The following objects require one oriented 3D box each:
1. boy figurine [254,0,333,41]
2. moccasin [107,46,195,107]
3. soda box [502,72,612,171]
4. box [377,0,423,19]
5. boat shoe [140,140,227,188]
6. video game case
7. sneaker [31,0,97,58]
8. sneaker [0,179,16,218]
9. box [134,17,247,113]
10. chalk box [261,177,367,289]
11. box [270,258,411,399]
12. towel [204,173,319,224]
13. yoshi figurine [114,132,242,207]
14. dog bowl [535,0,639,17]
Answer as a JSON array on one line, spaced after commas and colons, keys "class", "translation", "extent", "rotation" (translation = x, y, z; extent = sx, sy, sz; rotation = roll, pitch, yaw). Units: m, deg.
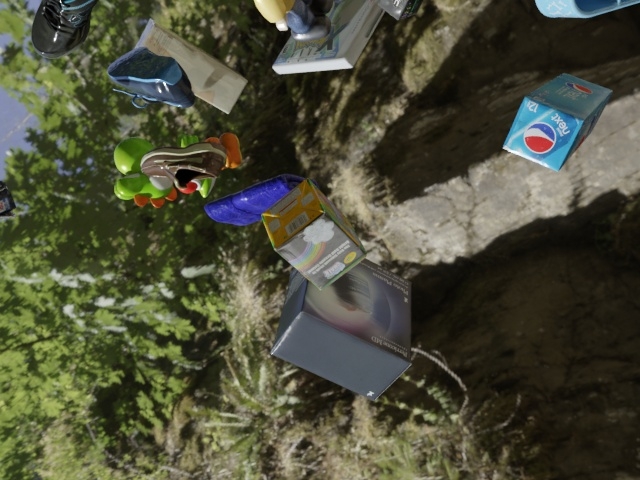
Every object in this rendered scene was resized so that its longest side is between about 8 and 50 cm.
[{"class": "boy figurine", "translation": [-0.069, -0.457, 0.989], "extent": [0.285, 0.092, 0.177], "rotation": [30, -116, -66]}, {"class": "moccasin", "translation": [-0.414, -0.377, 1.413], "extent": [0.342, 0.137, 0.117], "rotation": [36, 166, 48]}, {"class": "soda box", "translation": [0.302, -0.154, 0.733], "extent": [0.071, 0.067, 0.210], "rotation": [29, -145, 21]}, {"class": "box", "translation": [0.177, -0.520, 1.262], "extent": [0.062, 0.052, 0.083], "rotation": [43, -133, 13]}, {"class": "boat shoe", "translation": [-0.346, -0.174, 1.425], "extent": [0.095, 0.257, 0.095], "rotation": [27, -117, -52]}, {"class": "video game case", "translation": [0.042, -0.555, 1.468], "extent": [0.036, 0.329, 0.300], "rotation": [35, -100, -35]}, {"class": "sneaker", "translation": [-0.562, -0.535, 1.291], "extent": [0.125, 0.341, 0.140], "rotation": [46, -151, -9]}, {"class": "sneaker", "translation": [-0.765, -0.050, 1.276], "extent": [0.282, 0.153, 0.099], "rotation": [-113, 20, -55]}, {"class": "box", "translation": [-0.388, -0.517, 1.746], "extent": [0.311, 0.121, 0.148], "rotation": [27, -167, -29]}, {"class": "chalk box", "translation": [0.000, 0.000, 1.236], "extent": [0.213, 0.132, 0.132], "rotation": [44, -167, -41]}, {"class": "box", "translation": [0.065, 0.188, 1.467], "extent": [0.296, 0.183, 0.294], "rotation": [27, -143, -12]}, {"class": "towel", "translation": [-0.176, -0.118, 1.822], "extent": [0.227, 0.308, 0.076], "rotation": [2, -108, -61]}, {"class": "yoshi figurine", "translation": [-0.420, -0.236, 1.645], "extent": [0.362, 0.204, 0.203], "rotation": [-25, -124, -34]}, {"class": "dog bowl", "translation": [0.525, -0.497, 1.059], "extent": [0.074, 0.297, 0.166], "rotation": [46, 150, 46]}]
